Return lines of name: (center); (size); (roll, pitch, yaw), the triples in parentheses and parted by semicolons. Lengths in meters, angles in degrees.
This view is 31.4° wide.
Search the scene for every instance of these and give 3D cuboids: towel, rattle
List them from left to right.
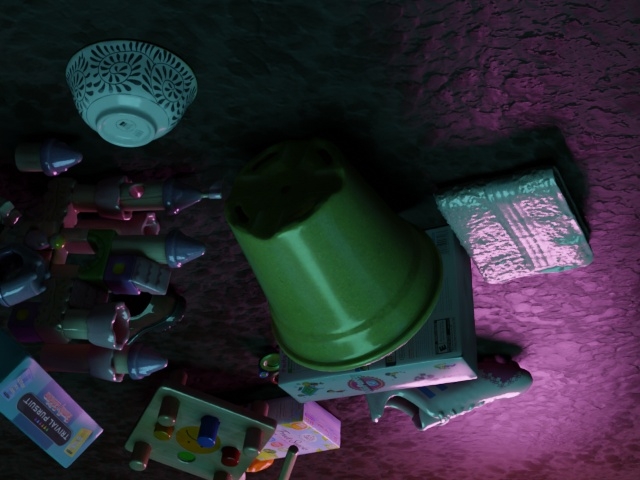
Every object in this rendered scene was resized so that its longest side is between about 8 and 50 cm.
rattle: (-0.167, 0.465, 2.578); (0.142, 0.130, 0.200); (-5, 125, -10)
towel: (0.302, -0.016, 1.733); (0.187, 0.049, 0.282); (-13, 147, 22)

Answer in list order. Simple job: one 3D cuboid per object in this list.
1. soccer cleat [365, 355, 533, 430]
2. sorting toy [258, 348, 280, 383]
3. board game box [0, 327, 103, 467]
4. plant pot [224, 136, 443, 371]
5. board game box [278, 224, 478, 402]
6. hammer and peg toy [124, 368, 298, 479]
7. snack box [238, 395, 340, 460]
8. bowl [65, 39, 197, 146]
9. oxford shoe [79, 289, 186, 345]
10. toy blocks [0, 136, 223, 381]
soccer cleat: (0.246, 0.304, 2.199); (0.331, 0.143, 0.116); (3, 150, -3)
sorting toy: (-0.092, 0.238, 2.213); (0.061, 0.042, 0.102); (-18, 136, 2)
board game box: (-0.477, 0.147, 1.579); (0.336, 0.079, 0.254); (35, 163, 29)
plant pot: (0.000, 0.000, 1.601); (0.276, 0.276, 0.254); (-13, 136, 23)
board game box: (0.087, 0.120, 1.808); (0.303, 0.224, 0.097); (-11, 151, 21)
hammer and peg toy: (-0.196, 0.413, 2.338); (0.361, 0.127, 0.266); (22, 133, -11)
snack box: (-0.085, 0.407, 2.468); (0.207, 0.070, 0.174); (-15, 145, 24)
bowl: (-0.245, -0.172, 1.454); (0.170, 0.080, 0.170); (2, 151, 1)
oxford shoe: (-0.350, 0.134, 2.000); (0.227, 0.083, 0.096); (-31, 136, 24)
toy blocks: (-0.287, 0.019, 1.586); (0.260, 0.289, 0.309); (1, 149, 14)
